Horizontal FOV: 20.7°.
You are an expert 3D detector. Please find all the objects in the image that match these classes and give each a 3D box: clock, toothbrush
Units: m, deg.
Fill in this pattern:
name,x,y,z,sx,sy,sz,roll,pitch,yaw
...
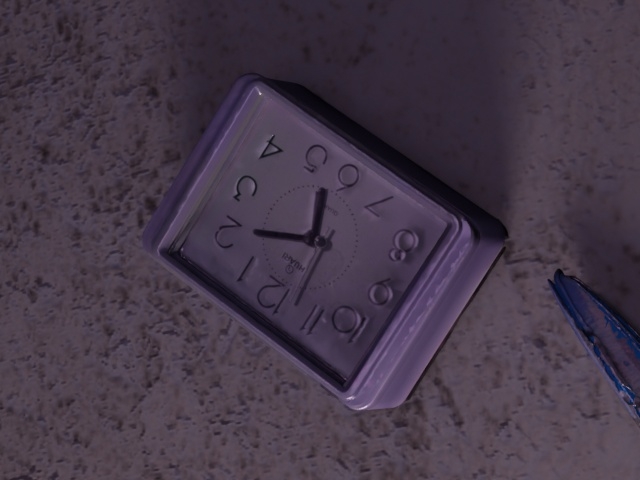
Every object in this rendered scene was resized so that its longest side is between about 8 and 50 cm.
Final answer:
name,x,y,z,sx,sy,sz,roll,pitch,yaw
clock,0.000,0.001,1.108,0.193,0.073,0.144,35,102,20
toothbrush,0.256,0.182,1.014,0.035,0.042,0.413,-29,74,-18
